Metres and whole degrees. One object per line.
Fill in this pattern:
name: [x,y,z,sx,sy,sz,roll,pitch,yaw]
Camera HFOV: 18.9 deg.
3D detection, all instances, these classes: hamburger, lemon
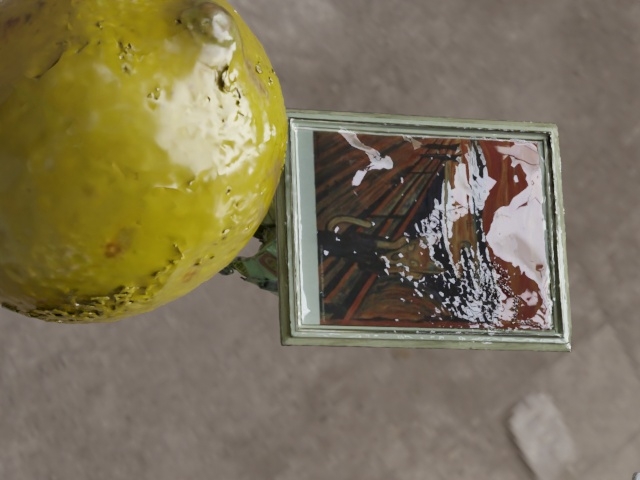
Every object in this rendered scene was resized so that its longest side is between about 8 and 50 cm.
hamburger: [-0.003,0.002,1.948,0.214,0.235,0.125,16,74,-62]
lemon: [-0.158,-0.072,1.397,0.258,0.258,0.310,24,138,-36]

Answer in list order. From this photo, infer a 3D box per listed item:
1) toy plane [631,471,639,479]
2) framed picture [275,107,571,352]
toy plane: [0.231,0.226,1.224,0.174,0.174,0.080,19,145,-34]
framed picture: [0.092,-0.010,1.685,0.273,0.016,0.216,1,75,-17]
